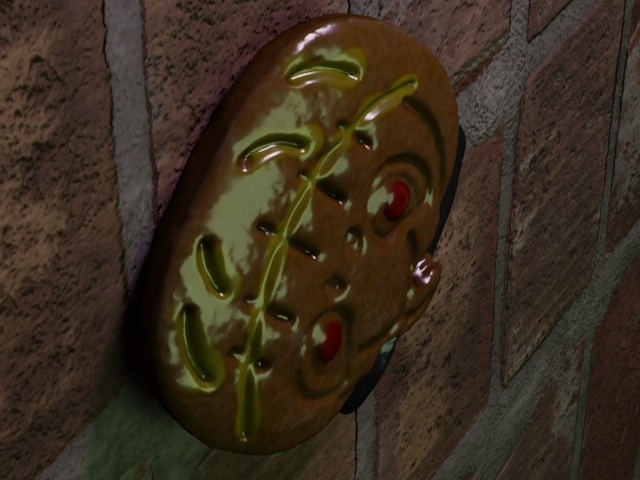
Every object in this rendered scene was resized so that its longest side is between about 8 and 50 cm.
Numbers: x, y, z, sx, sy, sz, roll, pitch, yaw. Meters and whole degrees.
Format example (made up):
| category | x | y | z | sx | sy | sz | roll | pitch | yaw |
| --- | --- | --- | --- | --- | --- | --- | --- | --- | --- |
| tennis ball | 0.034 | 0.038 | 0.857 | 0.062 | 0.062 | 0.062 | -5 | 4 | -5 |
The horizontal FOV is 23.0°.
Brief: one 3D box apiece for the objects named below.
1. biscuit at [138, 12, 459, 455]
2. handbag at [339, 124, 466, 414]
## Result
| category | x | y | z | sx | sy | sz | roll | pitch | yaw |
| --- | --- | --- | --- | --- | --- | --- | --- | --- | --- |
| biscuit | 0.007 | 0.002 | 1.372 | 0.350 | 0.070 | 0.394 | 22 | 88 | -49 |
| handbag | 0.042 | 0.023 | 1.538 | 0.192 | 0.075 | 0.332 | 22 | 90 | -62 |
